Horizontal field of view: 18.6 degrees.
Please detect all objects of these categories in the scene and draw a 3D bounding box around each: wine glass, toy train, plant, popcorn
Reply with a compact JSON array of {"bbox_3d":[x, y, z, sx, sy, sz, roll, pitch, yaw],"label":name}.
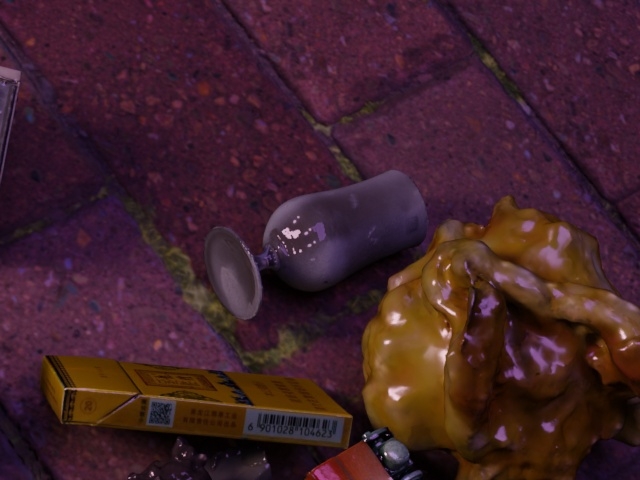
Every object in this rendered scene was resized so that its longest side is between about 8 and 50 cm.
[{"bbox_3d":[0.000,0.000,2.037,0.231,0.103,0.103,-19,69,-32],"label":"wine glass"},{"bbox_3d":[0.027,0.245,1.854,0.118,0.176,0.074,-27,71,-29],"label":"toy train"},{"bbox_3d":[-0.125,0.264,1.813,0.142,0.131,0.203,41,41,9],"label":"plant"},{"bbox_3d":[0.196,0.127,1.949,0.326,0.321,0.290,10,39,-34],"label":"popcorn"}]

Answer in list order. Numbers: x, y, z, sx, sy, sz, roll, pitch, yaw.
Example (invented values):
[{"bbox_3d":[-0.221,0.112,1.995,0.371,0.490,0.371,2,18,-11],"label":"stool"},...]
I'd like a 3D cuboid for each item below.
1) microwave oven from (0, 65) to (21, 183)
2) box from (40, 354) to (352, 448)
[{"bbox_3d":[-0.432,-0.093,1.911,0.240,0.145,0.194,13,54,-13],"label":"microwave oven"},{"bbox_3d":[-0.121,0.155,1.878,0.279,0.153,0.041,7,98,-17],"label":"box"}]
